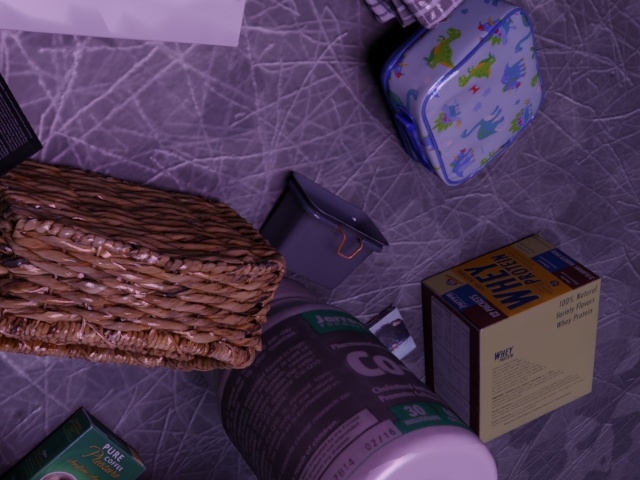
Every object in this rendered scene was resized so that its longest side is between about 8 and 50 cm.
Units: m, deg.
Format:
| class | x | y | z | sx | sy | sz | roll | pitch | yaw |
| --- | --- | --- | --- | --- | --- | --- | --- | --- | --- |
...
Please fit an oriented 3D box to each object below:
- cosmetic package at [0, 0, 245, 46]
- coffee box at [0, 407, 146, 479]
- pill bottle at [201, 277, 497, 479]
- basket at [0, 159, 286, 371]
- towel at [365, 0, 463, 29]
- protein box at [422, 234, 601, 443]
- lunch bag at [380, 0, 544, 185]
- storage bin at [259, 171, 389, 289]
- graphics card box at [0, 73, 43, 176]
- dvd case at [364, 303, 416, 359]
| class | x | y | z | sx | sy | sz | roll | pitch | yaw |
| --- | --- | --- | --- | --- | --- | --- | --- | --- | --- |
| cosmetic package | -0.196 | -0.221 | 0.870 | 0.239 | 0.099 | 0.060 | -2 | 116 | -31 |
| coffee box | -0.308 | 0.292 | 1.126 | 0.184 | 0.040 | 0.113 | -42 | 130 | -4 |
| pill bottle | 0.009 | 0.197 | 1.063 | 0.204 | 0.361 | 0.204 | -15 | 123 | -25 |
| basket | -0.208 | 0.070 | 0.952 | 0.299 | 0.213 | 0.223 | 13 | 107 | -36 |
| towel | 0.125 | -0.379 | 0.970 | 0.284 | 0.121 | 0.235 | -43 | 129 | -4 |
| protein box | 0.261 | 0.134 | 1.333 | 0.200 | 0.136 | 0.201 | -20 | 125 | -21 |
| lunch bag | 0.161 | -0.171 | 1.099 | 0.176 | 0.090 | 0.219 | -44 | 150 | -5 |
| storage bin | 0.000 | 0.000 | 1.129 | 0.135 | 0.098 | 0.091 | 26 | 110 | -39 |
| graphics card box | -0.408 | -0.071 | 0.692 | 0.371 | 0.094 | 0.232 | -46 | 120 | -38 |
| dvd case | 0.068 | 0.151 | 1.302 | 0.119 | 0.013 | 0.087 | -35 | 129 | -10 |
